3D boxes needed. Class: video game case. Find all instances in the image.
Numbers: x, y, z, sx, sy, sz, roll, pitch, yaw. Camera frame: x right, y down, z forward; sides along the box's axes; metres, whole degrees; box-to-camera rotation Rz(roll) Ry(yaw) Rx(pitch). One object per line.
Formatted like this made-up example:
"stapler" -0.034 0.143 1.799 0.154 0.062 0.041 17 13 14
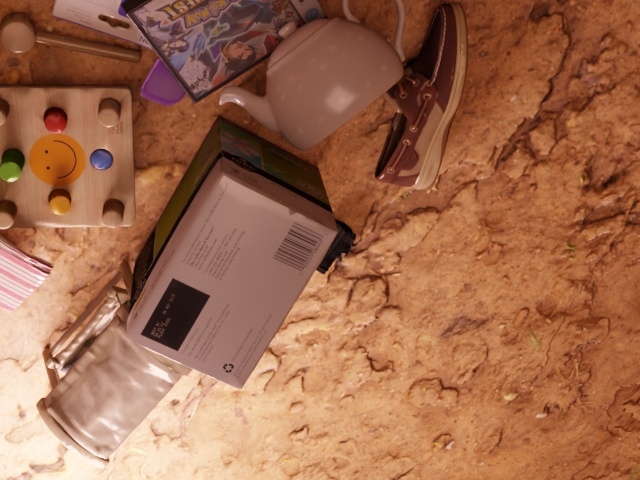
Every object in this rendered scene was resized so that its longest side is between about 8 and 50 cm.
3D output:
"video game case" -0.147 -0.371 1.826 0.275 0.035 0.248 -32 145 2

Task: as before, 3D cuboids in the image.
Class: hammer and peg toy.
"hammer and peg toy" -0.435 -0.190 1.889 0.266 0.127 0.361 0 113 -8

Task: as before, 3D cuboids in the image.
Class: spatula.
"spatula" -0.195 -0.346 1.883 0.084 0.030 0.296 20 122 -41

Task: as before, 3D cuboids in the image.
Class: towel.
"towel" -0.571 0.053 1.988 0.144 0.029 0.197 33 139 -19

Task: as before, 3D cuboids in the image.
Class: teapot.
"teapot" 0.004 -0.286 1.863 0.252 0.256 0.187 -30 100 46

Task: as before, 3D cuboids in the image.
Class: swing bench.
"swing bench" -0.370 0.218 2.007 0.165 0.254 0.253 37 104 -20

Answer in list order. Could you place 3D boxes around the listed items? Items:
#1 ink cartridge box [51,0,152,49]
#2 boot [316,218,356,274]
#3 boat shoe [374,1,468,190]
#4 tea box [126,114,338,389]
"ink cartridge box" -0.315 -0.427 1.836 0.206 0.045 0.208 17 128 -14
"boot" 0.000 0.000 2.079 0.121 0.045 0.099 33 108 -27
"boat shoe" 0.167 -0.250 1.955 0.123 0.123 0.341 6 119 -12
"tea box" -0.156 0.012 1.908 0.220 0.323 0.329 27 108 -17
